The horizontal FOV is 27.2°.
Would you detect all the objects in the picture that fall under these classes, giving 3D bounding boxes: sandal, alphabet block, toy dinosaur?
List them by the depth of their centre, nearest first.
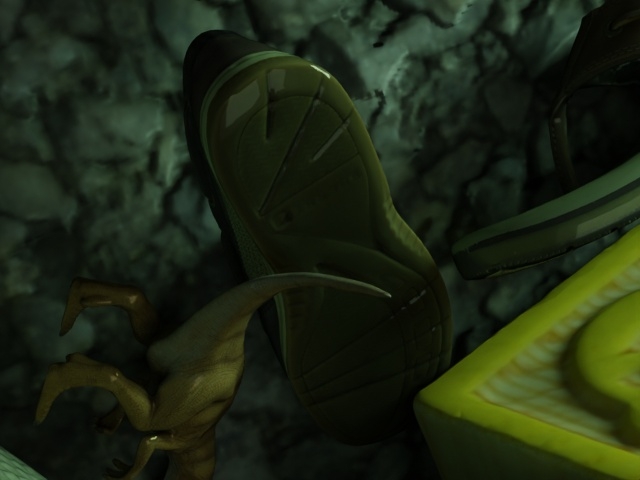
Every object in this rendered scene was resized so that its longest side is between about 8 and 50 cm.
[{"bbox_3d":[-0.056,0.050,0.566,0.112,0.064,0.211,16,137,-9],"label":"toy dinosaur"},{"bbox_3d":[0.191,0.121,0.594,0.192,0.193,0.197,-33,115,-28],"label":"alphabet block"},{"bbox_3d":[0.169,-0.089,0.606,0.303,0.120,0.086,-43,86,-4],"label":"sandal"}]

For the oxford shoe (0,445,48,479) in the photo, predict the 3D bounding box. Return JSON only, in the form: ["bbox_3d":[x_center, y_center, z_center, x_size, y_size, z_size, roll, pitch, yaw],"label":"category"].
[{"bbox_3d":[-0.269,0.070,0.457,0.449,0.169,0.130,26,83,-16],"label":"oxford shoe"}]

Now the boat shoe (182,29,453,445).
[{"bbox_3d":[-0.001,0.000,0.581,0.080,0.073,0.223,-28,132,-6],"label":"boat shoe"}]
